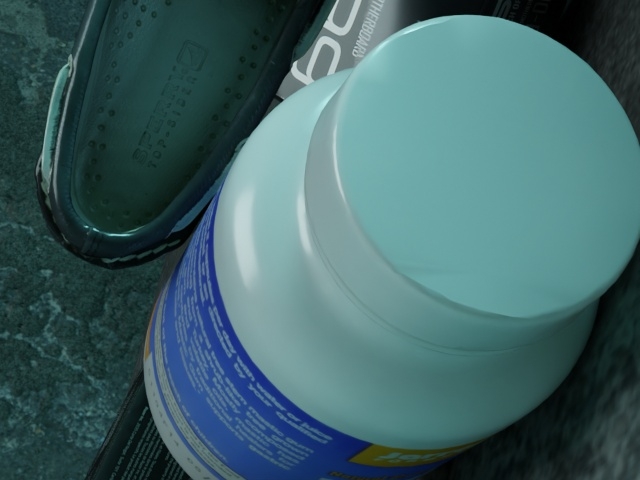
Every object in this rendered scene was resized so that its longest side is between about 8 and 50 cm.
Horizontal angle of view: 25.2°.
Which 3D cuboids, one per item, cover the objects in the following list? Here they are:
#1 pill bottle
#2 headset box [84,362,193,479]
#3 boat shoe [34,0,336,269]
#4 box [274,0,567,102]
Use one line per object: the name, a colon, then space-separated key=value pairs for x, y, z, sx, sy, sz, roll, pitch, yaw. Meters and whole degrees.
pill bottle: x=0.021 y=0.021 z=0.587 sx=0.272 sy=0.152 sz=0.152 roll=129 pitch=157 yaw=-65
headset box: x=-0.098 y=0.197 z=0.878 sx=0.246 sy=0.131 sz=0.283 roll=-66 pitch=6 yaw=-33
boat shoe: x=-0.037 y=-0.127 z=0.638 sx=0.091 sy=0.114 sz=0.302 roll=-172 pitch=101 yaw=-84
box: x=0.037 y=-0.217 z=0.736 sx=0.242 sy=0.077 sz=0.307 roll=36 pitch=114 yaw=33
